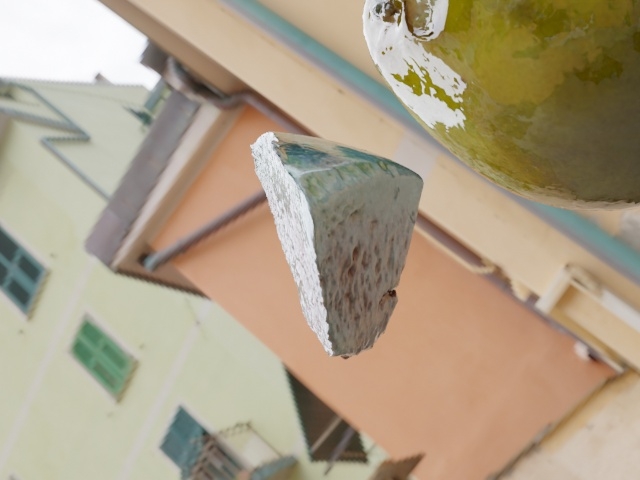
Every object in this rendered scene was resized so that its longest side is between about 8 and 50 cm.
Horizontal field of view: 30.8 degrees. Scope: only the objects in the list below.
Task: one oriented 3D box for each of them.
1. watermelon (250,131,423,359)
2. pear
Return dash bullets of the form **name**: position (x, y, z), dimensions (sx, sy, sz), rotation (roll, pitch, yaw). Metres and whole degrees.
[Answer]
- **watermelon**: position (0.002, -0.010, 0.559), dimensions (0.081, 0.180, 0.094), rotation (11, -66, -13)
- **pear**: position (0.191, -0.149, 0.821), dimensions (0.269, 0.321, 0.269), rotation (-177, 90, -88)
